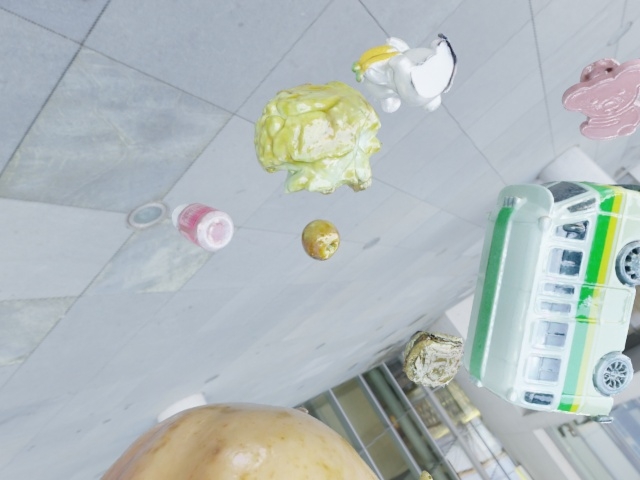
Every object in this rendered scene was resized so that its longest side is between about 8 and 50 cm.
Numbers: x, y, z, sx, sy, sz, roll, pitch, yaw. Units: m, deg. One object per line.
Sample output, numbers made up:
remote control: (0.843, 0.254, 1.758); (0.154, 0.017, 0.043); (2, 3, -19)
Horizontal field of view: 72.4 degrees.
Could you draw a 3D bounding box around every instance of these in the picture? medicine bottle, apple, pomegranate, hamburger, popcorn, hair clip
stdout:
medicine bottle: (-0.417, -0.057, 1.519); (0.147, 0.247, 0.147); (-17, 116, -39)
apple: (0.000, 0.000, 1.187); (0.099, 0.102, 0.114); (7, 107, -40)
pomegranate: (-0.087, 0.384, 0.544); (0.412, 0.411, 0.411); (-29, 159, -12)
hamburger: (0.367, 0.381, 1.438); (0.206, 0.130, 0.183); (16, 103, -22)
popcorn: (-0.004, -0.168, 0.725); (0.221, 0.204, 0.183); (-20, 118, -46)
hair clip: (0.470, -0.220, 0.710); (0.123, 0.138, 0.102); (-13, -159, 35)

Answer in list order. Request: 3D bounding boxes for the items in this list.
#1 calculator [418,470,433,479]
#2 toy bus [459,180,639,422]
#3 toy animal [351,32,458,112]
calculator: (0.246, 0.693, 1.040); (0.157, 0.236, 0.033); (-6, 170, -36)
toy bus: (0.277, 0.061, 0.531); (0.165, 0.275, 0.134); (6, -175, -13)
toy animal: (0.229, -0.475, 1.258); (0.247, 0.310, 0.182); (27, 89, -32)
